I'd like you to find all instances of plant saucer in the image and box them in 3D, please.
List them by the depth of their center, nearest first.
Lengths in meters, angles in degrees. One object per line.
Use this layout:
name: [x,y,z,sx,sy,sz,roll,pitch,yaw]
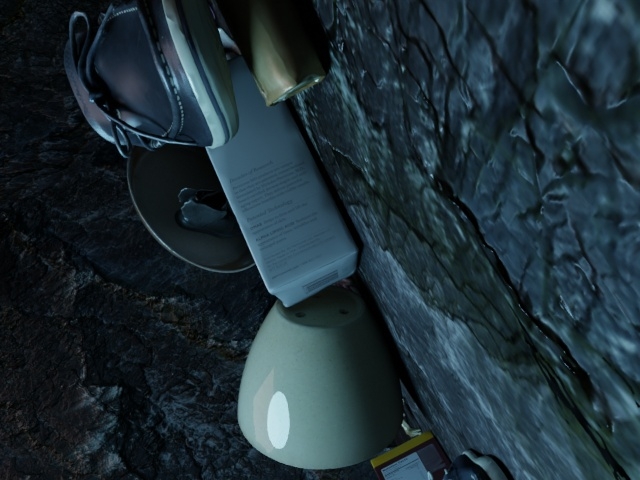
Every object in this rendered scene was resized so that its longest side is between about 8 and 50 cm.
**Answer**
plant saucer: [-0.222,-0.076,0.994,0.311,0.050,0.310,29,-134,-35]

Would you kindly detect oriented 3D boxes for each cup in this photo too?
cup: [0.000,0.226,1.031,0.331,0.331,0.236,-124,31,-63]

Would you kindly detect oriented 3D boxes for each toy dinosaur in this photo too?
toy dinosaur: [0.158,0.390,1.244,0.183,0.053,0.092,24,123,58]

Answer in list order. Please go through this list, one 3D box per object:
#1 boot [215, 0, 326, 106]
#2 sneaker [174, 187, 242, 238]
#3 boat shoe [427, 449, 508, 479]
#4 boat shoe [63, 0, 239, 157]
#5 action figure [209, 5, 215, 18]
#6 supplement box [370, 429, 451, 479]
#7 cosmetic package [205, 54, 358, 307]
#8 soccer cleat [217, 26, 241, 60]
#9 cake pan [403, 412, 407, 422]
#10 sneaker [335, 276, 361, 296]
boot: [-0.072,-0.256,0.454,0.236,0.089,0.269,-96,-18,-77]
sneaker: [-0.177,-0.048,0.910,0.170,0.089,0.051,8,-122,-47]
boat shoe: [0.177,0.316,0.648,0.254,0.079,0.095,78,166,-70]
boat shoe: [-0.220,-0.193,0.660,0.500,0.156,0.186,22,131,63]
action figure: [-0.334,-0.568,1.547,0.276,0.248,0.370,-21,-79,-53]
supplement box: [0.208,0.500,0.978,0.194,0.129,0.191,-123,8,-60]
cosmetic package: [-0.083,-0.099,0.921,0.384,0.156,0.217,63,177,14]
soccer cleat: [-0.172,-0.299,1.119,0.143,0.116,0.331,75,170,-67]
cake pan: [0.157,0.395,1.484,0.293,0.054,0.293,155,90,-86]
sneaker: [0.038,0.098,1.147,0.038,0.069,0.098,72,171,-56]
